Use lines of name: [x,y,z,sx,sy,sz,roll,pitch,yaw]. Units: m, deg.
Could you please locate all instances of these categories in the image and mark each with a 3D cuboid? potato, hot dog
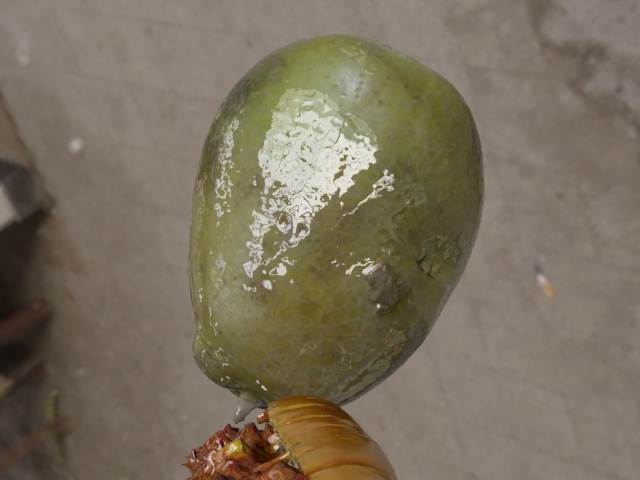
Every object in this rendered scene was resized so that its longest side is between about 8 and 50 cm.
potato: [0.000,0.000,0.930,0.174,0.251,0.159,21,-179,41]
hot dog: [-0.017,0.109,0.554,0.076,0.102,0.249,30,179,-7]
